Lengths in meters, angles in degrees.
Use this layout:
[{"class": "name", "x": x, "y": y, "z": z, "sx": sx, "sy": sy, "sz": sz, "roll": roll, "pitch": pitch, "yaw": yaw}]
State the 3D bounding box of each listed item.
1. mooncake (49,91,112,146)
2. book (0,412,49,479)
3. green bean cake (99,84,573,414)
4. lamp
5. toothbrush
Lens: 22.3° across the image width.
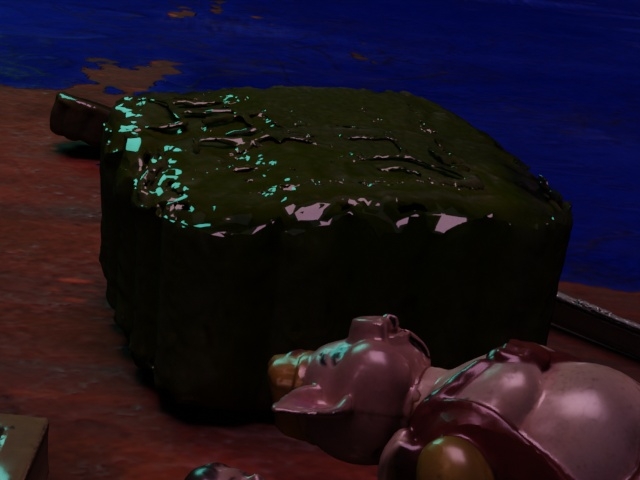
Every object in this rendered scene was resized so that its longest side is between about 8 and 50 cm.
[{"class": "mooncake", "x": -0.282, "y": -0.076, "z": 1.037, "sx": 0.346, "sy": 0.057, "sz": 0.150, "roll": -2, "pitch": 7, "yaw": -17}, {"class": "book", "x": -0.188, "y": 0.110, "z": 0.546, "sx": 0.161, "sy": 0.026, "sz": 0.231, "roll": 6, "pitch": 18, "yaw": 0}, {"class": "green bean cake", "x": 0.000, "y": 0.000, "z": 0.809, "sx": 0.214, "sy": 0.113, "sz": 0.200, "roll": 0, "pitch": 23, "yaw": -16}, {"class": "lamp", "x": 0.056, "y": 0.087, "z": 0.569, "sx": 0.253, "sy": 0.118, "sz": 0.118, "roll": 14, "pitch": 19, "yaw": 19}, {"class": "toothbrush", "x": 0.092, "y": 0.022, "z": 0.918, "sx": 0.294, "sy": 0.026, "sz": 0.028, "roll": 19, "pitch": 40, "yaw": 35}]
